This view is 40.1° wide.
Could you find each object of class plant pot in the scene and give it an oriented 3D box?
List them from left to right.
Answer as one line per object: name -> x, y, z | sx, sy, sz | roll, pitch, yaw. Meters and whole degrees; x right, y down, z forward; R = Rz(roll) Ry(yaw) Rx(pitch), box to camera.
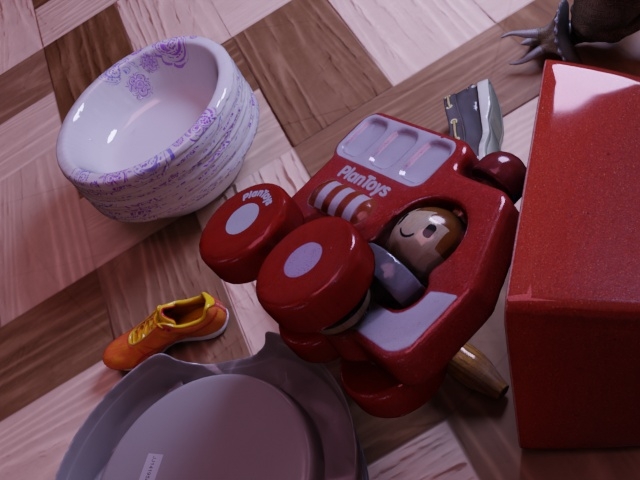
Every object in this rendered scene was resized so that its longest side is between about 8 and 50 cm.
plant pot -> 0.304, 0.028, 0.767 | 0.236, 0.267, 0.267 | 5, 57, 19

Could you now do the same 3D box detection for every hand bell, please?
hand bell -> 0.099, 0.092, 0.940 | 0.126, 0.126, 0.242 | -46, 59, -11

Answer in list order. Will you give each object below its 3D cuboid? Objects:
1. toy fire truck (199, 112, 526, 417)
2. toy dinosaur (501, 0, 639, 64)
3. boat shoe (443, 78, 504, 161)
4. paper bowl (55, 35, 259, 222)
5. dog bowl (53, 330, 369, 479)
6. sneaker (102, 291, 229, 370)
toy fire truck -> 0.055, -0.003, 0.804 | 0.254, 0.169, 0.302 | -47, 33, -9
toy dinosaur -> 0.354, -0.303, 1.030 | 0.160, 0.313, 0.121 | -23, 70, -20
boat shoe -> 0.181, -0.102, 1.051 | 0.069, 0.081, 0.227 | -14, 42, 23
paper bowl -> -0.221, -0.146, 1.258 | 0.284, 0.148, 0.284 | -15, 49, 19
dog bowl -> -0.108, 0.263, 0.897 | 0.349, 0.102, 0.348 | -15, 48, 18
sneaker -> -0.202, 0.109, 1.099 | 0.175, 0.067, 0.064 | -27, 48, 10
